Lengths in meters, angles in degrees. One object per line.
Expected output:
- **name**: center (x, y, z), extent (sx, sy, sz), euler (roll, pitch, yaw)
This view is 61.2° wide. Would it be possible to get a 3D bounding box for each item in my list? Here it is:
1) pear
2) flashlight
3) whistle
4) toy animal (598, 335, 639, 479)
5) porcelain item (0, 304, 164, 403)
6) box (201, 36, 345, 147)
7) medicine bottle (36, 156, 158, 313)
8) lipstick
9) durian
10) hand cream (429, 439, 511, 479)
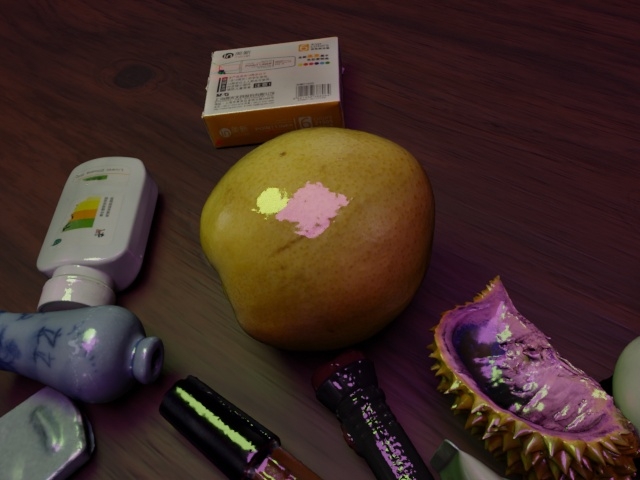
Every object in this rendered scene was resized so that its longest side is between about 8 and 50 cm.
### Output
- **pear**: center (0.000, 0.000, 0.732), extent (0.314, 0.314, 0.314), euler (-4, 54, 6)
- **flashlight**: center (0.074, 0.250, 0.673), extent (0.093, 0.093, 0.232), euler (-26, 58, -10)
- **whistle**: center (-0.495, 0.338, 0.667), extent (0.405, 0.188, 0.168), euler (-12, 39, -43)
- **toy animal**: center (0.395, 0.196, 0.576), extent (0.165, 0.235, 0.187), euler (-32, 56, -22)
- **porcelain item**: center (-0.354, 0.153, 0.763), extent (0.259, 0.141, 0.141), euler (7, 55, 5)
- **box**: center (-0.089, -0.303, 1.091), extent (0.274, 0.091, 0.220), euler (-3, 53, 7)
- **medicine bottle**: center (-0.375, -0.002, 0.906), extent (0.161, 0.111, 0.296), euler (-6, 55, 10)
- **lipstick**: center (-0.033, 0.302, 0.656), extent (0.418, 0.077, 0.077), euler (29, 63, 25)
- **durian**: center (0.229, 0.196, 0.630), extent (0.154, 0.186, 0.260), euler (-23, 23, -7)
- **hand cream**: center (0.234, 0.339, 0.561), extent (0.093, 0.147, 0.306), euler (-40, 64, -19)
